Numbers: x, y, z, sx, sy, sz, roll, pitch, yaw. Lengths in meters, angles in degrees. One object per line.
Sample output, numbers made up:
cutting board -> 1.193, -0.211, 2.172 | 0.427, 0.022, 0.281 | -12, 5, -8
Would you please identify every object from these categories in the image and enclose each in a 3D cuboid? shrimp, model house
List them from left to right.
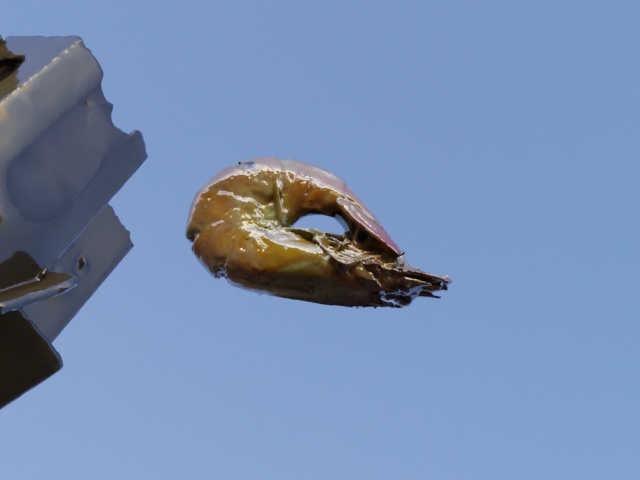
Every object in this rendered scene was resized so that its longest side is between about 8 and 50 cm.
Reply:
model house -> -0.215, 0.011, 0.398 | 0.204, 0.243, 0.211 | 2, -47, 36
shrimp -> 0.000, 0.000, 0.904 | 0.267, 0.061, 0.145 | 17, -111, 12
